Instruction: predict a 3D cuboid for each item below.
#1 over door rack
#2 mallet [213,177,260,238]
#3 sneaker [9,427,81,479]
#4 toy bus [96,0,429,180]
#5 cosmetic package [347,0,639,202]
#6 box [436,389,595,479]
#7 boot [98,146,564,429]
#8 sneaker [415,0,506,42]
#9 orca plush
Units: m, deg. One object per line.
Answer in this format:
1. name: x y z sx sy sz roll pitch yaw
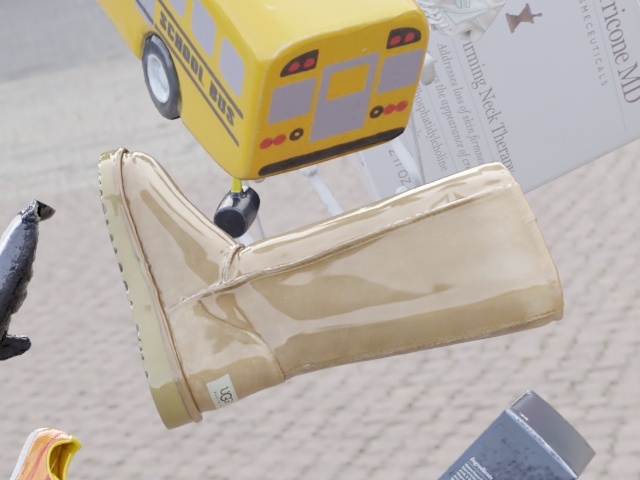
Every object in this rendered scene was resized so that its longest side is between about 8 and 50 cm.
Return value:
1. over door rack: 0.009 -0.079 1.835 0.239 0.324 0.108 -32 61 -15
2. mallet: -0.081 -0.099 1.613 0.039 0.189 0.062 4 17 10
3. sneaker: -0.331 0.301 1.902 0.067 0.175 0.064 9 -18 29
4. toy bus: -0.073 -0.177 0.950 0.108 0.130 0.332 -18 53 -24
5. cosmetic package: 0.185 -0.268 2.149 0.394 0.329 0.327 -26 43 -1
6. box: 0.190 0.280 1.808 0.207 0.108 0.153 -48 -11 15
7. boot: 0.000 0.000 1.114 0.270 0.089 0.236 -18 57 -2
8. sneaker: 0.123 -0.233 1.607 0.152 0.061 0.054 14 15 -45
9. orca plush: -0.383 0.088 1.926 0.287 0.102 0.151 -59 26 -8
